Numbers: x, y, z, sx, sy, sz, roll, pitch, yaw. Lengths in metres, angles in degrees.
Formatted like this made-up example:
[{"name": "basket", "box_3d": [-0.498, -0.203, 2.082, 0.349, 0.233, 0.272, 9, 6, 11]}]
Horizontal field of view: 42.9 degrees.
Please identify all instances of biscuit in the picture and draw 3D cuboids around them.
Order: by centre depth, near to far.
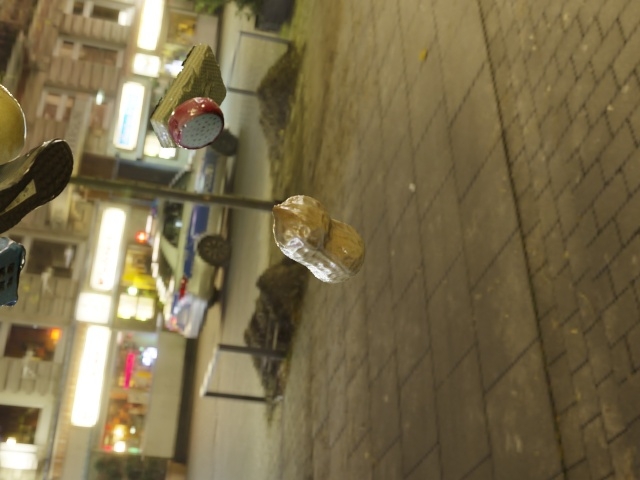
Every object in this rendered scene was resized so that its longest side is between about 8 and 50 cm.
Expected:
[{"name": "biscuit", "box_3d": [-0.278, -0.292, 1.757, 0.150, 0.052, 0.252, 76, -150, -49]}]

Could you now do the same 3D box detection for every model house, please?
[{"name": "model house", "box_3d": [-1.018, 0.101, 2.331, 0.303, 0.237, 0.215, -63, -17, -82]}]

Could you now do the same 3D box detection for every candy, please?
[{"name": "candy", "box_3d": [-0.221, -0.208, 1.460, 0.043, 0.103, 0.103, 55, 145, 27]}]

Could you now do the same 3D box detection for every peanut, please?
[{"name": "peanut", "box_3d": [0.000, 0.000, 1.532, 0.298, 0.136, 0.120, 37, -119, -56]}]

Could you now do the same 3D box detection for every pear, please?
[{"name": "pear", "box_3d": [-0.941, -0.305, 2.174, 0.309, 0.309, 0.309, -172, 90, -78]}]

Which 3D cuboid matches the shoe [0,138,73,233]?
[{"name": "shoe", "box_3d": [-0.778, -0.141, 2.054, 0.336, 0.171, 0.132, -51, -43, -38]}]
